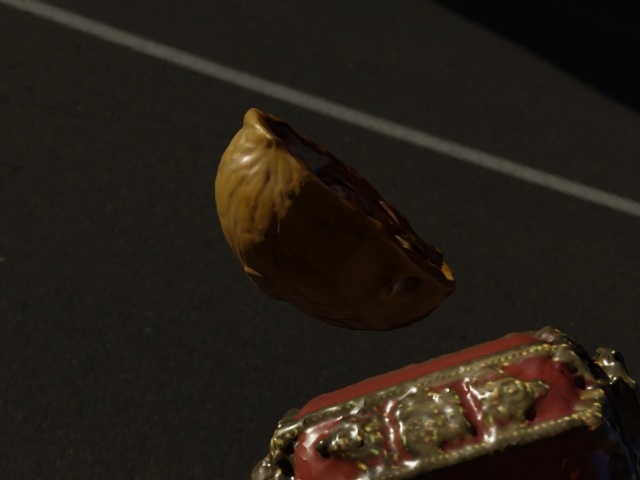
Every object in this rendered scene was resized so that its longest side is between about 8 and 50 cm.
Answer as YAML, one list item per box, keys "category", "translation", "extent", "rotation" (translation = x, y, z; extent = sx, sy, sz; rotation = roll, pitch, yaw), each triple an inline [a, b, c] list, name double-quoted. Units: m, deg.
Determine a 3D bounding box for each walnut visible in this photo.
- category: "walnut"
  translation: [0.000, 0.000, 0.382]
  extent: [0.121, 0.052, 0.091]
  rotation: [33, 15, -48]

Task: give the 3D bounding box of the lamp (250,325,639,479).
- category: "lamp"
  translation: [0.092, 0.165, 0.691]
  extent: [0.274, 0.177, 0.177]
  rotation: [-19, 41, 2]
